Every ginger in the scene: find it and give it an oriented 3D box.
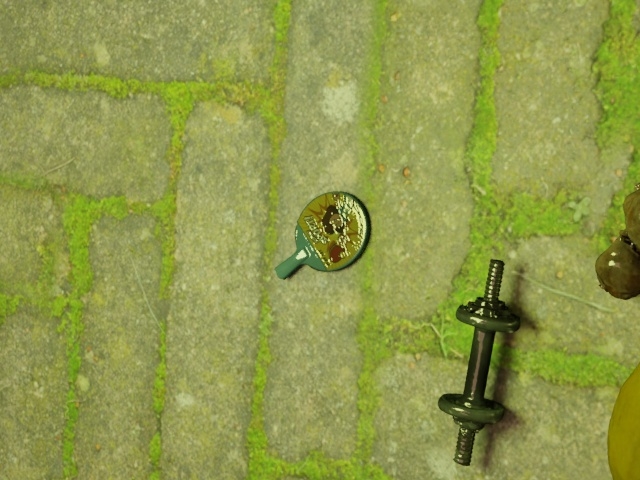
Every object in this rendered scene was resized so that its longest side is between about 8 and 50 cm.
[{"bbox_3d":[0.381,-0.019,1.646,0.104,0.080,0.204,49,113,15],"label":"ginger"}]

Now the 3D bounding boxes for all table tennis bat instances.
[{"bbox_3d":[0.000,0.000,1.922,0.155,0.019,0.100,-38,73,25],"label":"table tennis bat"}]

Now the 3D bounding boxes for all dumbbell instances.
[{"bbox_3d":[0.191,0.147,1.771,0.082,0.081,0.254,14,99,31],"label":"dumbbell"}]

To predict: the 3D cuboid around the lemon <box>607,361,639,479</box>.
[{"bbox_3d":[0.437,0.197,1.522,0.284,0.260,0.260,-30,76,32],"label":"lemon"}]
